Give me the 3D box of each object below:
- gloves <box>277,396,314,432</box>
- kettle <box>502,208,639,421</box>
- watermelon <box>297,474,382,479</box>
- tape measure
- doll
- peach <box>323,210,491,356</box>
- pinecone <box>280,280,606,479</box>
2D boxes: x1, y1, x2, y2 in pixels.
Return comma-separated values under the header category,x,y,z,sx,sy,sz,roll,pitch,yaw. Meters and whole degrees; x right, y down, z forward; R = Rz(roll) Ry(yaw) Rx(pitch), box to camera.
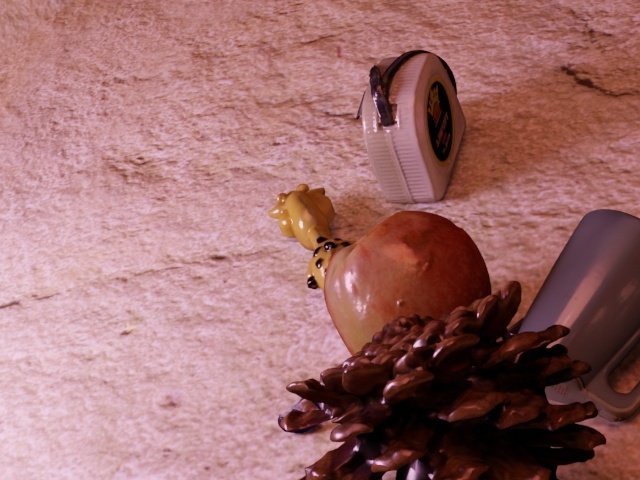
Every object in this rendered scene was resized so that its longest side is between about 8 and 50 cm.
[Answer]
category,x,y,z,sx,sy,sz,roll,pitch,yaw
gloves,-0.017,0.242,1.688,0.064,0.026,0.086,21,49,40
kettle,0.381,0.111,1.593,0.211,0.160,0.243,33,64,13
watermelon,-0.029,0.351,1.510,0.231,0.128,0.146,-26,6,-38
tape measure,0.151,-0.219,2.014,0.133,0.231,0.271,-2,41,26
doll,0.000,0.001,1.931,0.117,0.086,0.291,-23,39,-10
peach,0.132,0.093,1.656,0.232,0.256,0.232,-37,-3,-2
pinecone,0.160,0.253,1.368,0.384,0.384,0.384,-13,38,10
